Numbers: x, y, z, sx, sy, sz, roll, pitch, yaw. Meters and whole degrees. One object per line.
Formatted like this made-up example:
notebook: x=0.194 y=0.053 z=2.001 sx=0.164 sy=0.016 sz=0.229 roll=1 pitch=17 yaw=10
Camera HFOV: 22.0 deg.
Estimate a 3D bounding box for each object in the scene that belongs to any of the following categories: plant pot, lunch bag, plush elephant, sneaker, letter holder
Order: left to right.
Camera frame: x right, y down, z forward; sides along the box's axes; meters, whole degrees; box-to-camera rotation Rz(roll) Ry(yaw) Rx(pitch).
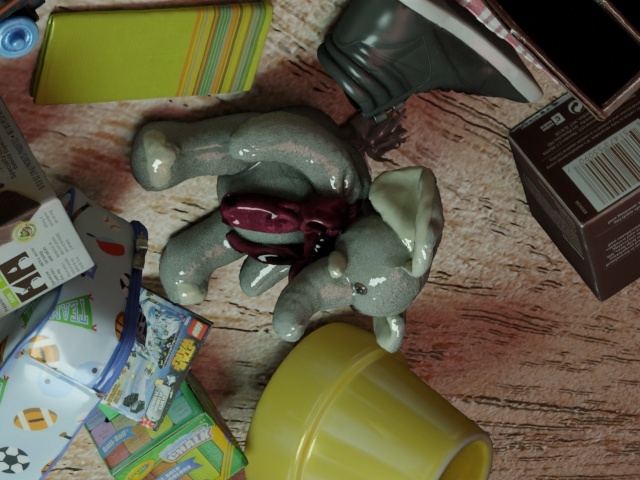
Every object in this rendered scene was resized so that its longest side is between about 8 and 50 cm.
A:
lunch bag: x=-0.275 y=0.102 z=1.623 sx=0.115 sy=0.243 sz=0.303 roll=30 pitch=120 yaw=-21
plush elephant: x=0.000 y=0.000 z=1.706 sx=0.330 sy=0.255 sz=0.272 roll=-22 pitch=145 yaw=-19
plant pot: x=0.072 y=0.262 z=2.049 sx=0.254 sy=0.239 sz=0.254 roll=-38 pitch=142 yaw=-38
sneaker: x=0.109 y=-0.181 z=1.721 sx=0.147 sy=0.105 sz=0.295 roll=-45 pitch=140 yaw=19
letter holder: x=0.179 y=-0.287 z=1.454 sx=0.152 sy=0.302 sz=0.214 roll=-44 pitch=146 yaw=14

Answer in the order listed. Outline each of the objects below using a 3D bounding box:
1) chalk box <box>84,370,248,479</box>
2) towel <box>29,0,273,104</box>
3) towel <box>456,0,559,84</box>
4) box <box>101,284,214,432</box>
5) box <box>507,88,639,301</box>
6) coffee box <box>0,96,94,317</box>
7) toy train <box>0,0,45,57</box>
chalk box: x=-0.196 y=0.212 z=1.921 sx=0.132 sy=0.132 sz=0.213 roll=-34 pitch=147 yaw=-2
towel: x=-0.157 y=-0.180 z=1.559 sx=0.237 sy=0.021 sz=0.102 roll=-8 pitch=133 yaw=-33
towel: x=0.218 y=-0.269 z=1.661 sx=0.197 sy=0.029 sz=0.144 roll=38 pitch=109 yaw=-13
box: x=-0.190 y=0.130 z=1.821 sx=0.137 sy=0.094 sz=0.027 roll=-62 pitch=-179 yaw=2
box: x=0.353 y=-0.068 z=2.013 sx=0.168 sy=0.167 sz=0.203 roll=-33 pitch=147 yaw=-3
coffee box: x=-0.378 y=0.009 z=1.467 sx=0.297 sy=0.168 sz=0.119 roll=-30 pitch=146 yaw=-8
toy train: x=-0.318 y=-0.173 z=1.371 sx=0.184 sy=0.080 sz=0.105 roll=-36 pitch=141 yaw=2
